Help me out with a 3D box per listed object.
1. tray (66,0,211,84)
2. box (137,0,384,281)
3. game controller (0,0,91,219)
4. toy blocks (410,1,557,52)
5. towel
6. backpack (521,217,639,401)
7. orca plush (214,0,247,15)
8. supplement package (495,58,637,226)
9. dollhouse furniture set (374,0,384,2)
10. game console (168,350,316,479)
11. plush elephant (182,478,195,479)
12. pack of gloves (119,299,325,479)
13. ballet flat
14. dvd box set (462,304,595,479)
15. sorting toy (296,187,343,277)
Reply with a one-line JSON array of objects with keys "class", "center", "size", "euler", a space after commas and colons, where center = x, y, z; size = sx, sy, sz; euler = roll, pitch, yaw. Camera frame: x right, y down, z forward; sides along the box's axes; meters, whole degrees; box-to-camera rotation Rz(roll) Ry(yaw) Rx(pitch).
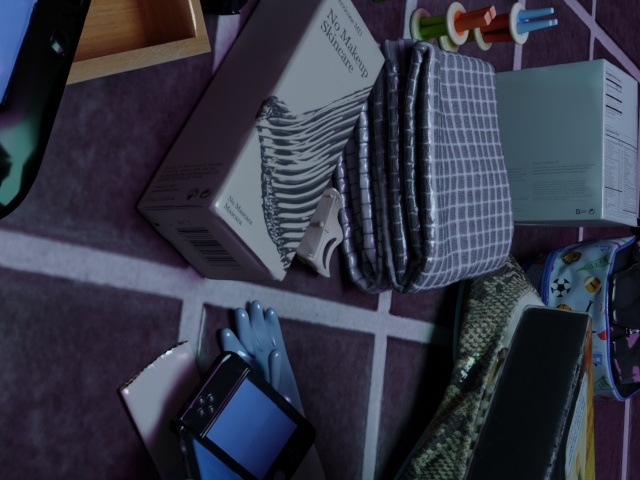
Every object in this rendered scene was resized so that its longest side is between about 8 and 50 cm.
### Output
[{"class": "tray", "center": [-0.252, -0.181, 0.527], "size": [0.411, 0.076, 0.203], "euler": [-29, 113, -48]}, {"class": "box", "center": [-0.044, -0.102, 0.779], "size": [0.113, 0.094, 0.275], "euler": [50, 53, -40]}, {"class": "game controller", "center": [-0.204, -0.173, 0.476], "size": [0.166, 0.067, 0.319], "euler": [30, 66, -49]}, {"class": "toy blocks", "center": [0.205, -0.269, 1.064], "size": [0.123, 0.148, 0.054], "euler": [-7, 94, -53]}, {"class": "towel", "center": [0.128, -0.088, 0.984], "size": [0.235, 0.121, 0.284], "euler": [-9, 97, -53]}, {"class": "backpack", "center": [0.394, 0.113, 1.253], "size": [0.263, 0.213, 0.276], "euler": [-3, 85, -65]}, {"class": "orca plush", "center": [-0.089, -0.337, 0.717], "size": [0.151, 0.102, 0.287], "euler": [-20, 105, -51]}, {"class": "supplement package", "center": [0.316, -0.122, 1.169], "size": [0.149, 0.194, 0.203], "euler": [5, 86, -53]}, {"class": "dollhouse furniture set", "center": [0.097, -0.352, 0.997], "size": [0.076, 0.058, 0.152], "euler": [43, 57, -44]}, {"class": "game console", "center": [-0.051, 0.185, 0.727], "size": [0.144, 0.085, 0.124], "euler": [50, 64, -33]}, {"class": "plush elephant", "center": [-0.116, 0.277, 0.571], "size": [0.272, 0.330, 0.255], "euler": [-9, 74, -65]}, {"class": "pack of gloves", "center": [-0.065, 0.185, 0.788], "size": [0.195, 0.046, 0.232], "euler": [-37, 118, -47]}, {"class": "ballet flat", "center": [0.221, 0.205, 1.050], "size": [0.164, 0.182, 0.483], "euler": [55, 48, -39]}, {"class": "dvd box set", "center": [0.177, 0.311, 0.718], "size": [0.307, 0.062, 0.420], "euler": [-56, 142, -44]}, {"class": "sorting toy", "center": [0.000, 0.000, 0.882], "size": [0.075, 0.045, 0.083], "euler": [51, 51, -49]}]
